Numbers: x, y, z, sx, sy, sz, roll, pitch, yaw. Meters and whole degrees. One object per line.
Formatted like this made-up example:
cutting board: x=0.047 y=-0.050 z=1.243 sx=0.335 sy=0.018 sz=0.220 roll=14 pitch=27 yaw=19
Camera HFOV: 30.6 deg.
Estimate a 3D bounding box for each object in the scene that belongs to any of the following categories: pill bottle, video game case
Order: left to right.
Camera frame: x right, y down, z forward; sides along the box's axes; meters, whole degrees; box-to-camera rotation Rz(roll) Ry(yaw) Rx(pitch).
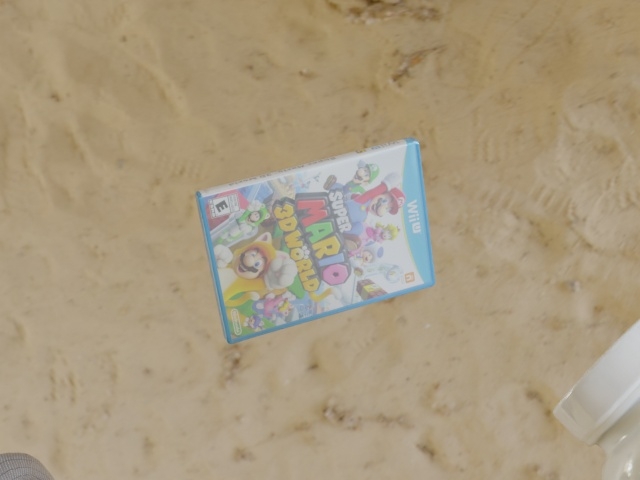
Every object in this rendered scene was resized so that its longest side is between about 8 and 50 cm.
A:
video game case: x=0.000 y=0.000 z=0.854 sx=0.166 sy=0.015 sz=0.119 roll=-15 pitch=114 yaw=-14
pill bottle: x=0.346 y=0.206 z=0.976 sx=0.301 sy=0.169 sz=0.169 roll=44 pitch=119 yaw=17

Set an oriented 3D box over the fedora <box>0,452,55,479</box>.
fedora: x=-0.286 y=0.266 z=0.841 sx=0.124 sy=0.275 sz=0.243 roll=10 pitch=81 yaw=6
